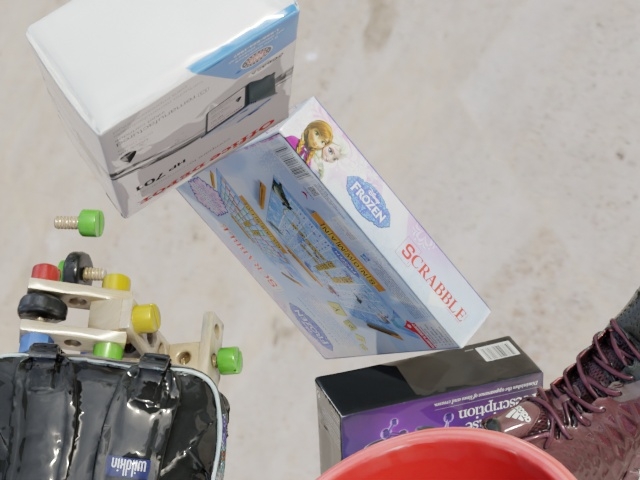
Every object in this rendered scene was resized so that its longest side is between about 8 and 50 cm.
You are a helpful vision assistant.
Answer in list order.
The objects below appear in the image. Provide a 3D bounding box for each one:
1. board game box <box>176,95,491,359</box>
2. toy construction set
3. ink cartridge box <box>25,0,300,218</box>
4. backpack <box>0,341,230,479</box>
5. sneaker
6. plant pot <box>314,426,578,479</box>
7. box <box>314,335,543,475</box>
[{"bbox_3d":[0.000,0.000,1.655,0.066,0.318,0.318,-47,16,-25],"label":"board game box"},{"bbox_3d":[-0.229,0.150,1.692,0.237,0.257,0.309,2,35,12],"label":"toy construction set"},{"bbox_3d":[-0.092,-0.102,0.878,0.139,0.190,0.082,-33,79,-10],"label":"ink cartridge box"},{"bbox_3d":[-0.193,0.232,1.185,0.191,0.225,0.253,95,180,-71],"label":"backpack"},{"bbox_3d":[0.232,0.140,1.252,0.106,0.162,0.281,-112,29,-52],"label":"sneaker"},{"bbox_3d":[0.102,0.308,0.980,0.275,0.243,0.275,-17,44,17],"label":"plant pot"},{"bbox_3d":[0.134,0.241,1.733,0.103,0.261,0.184,-128,31,-58],"label":"box"}]
